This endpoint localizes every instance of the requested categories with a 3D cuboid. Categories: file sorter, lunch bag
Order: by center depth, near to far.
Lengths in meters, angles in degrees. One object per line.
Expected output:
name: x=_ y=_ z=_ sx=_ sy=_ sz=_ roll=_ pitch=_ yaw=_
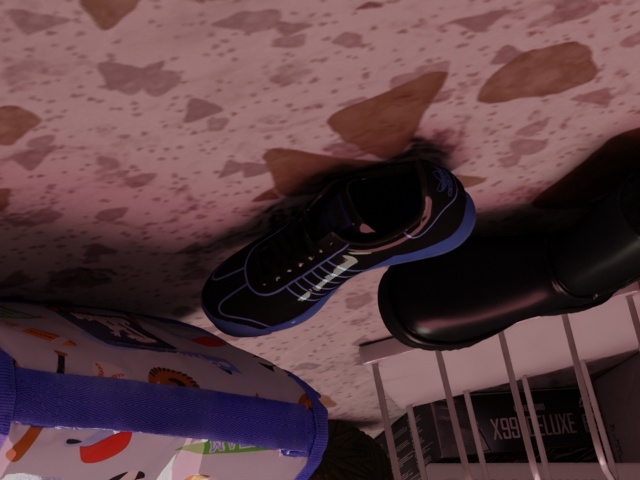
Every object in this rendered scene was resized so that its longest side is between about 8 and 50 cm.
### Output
lunch bag: x=-0.230 y=0.170 z=1.308 sx=0.328 sy=0.238 sz=0.385 roll=12 pitch=155 yaw=-41
file sorter: x=0.208 y=0.175 z=1.615 sx=0.278 sy=0.173 sz=0.193 roll=-16 pitch=158 yaw=9

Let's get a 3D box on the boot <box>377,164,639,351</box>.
boot: x=0.191 y=0.005 z=1.298 sx=0.247 sy=0.094 sz=0.207 roll=-7 pitch=162 yaw=-28

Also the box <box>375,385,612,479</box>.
box: x=0.178 y=0.267 z=1.944 sx=0.242 sy=0.076 sz=0.307 roll=-1 pitch=155 yaw=-24

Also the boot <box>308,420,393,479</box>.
boot: x=-0.085 y=0.286 z=1.857 sx=0.236 sy=0.089 sz=0.269 roll=17 pitch=146 yaw=-31

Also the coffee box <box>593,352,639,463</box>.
coffee box: x=0.453 y=0.206 z=1.854 sx=0.247 sy=0.141 sz=0.098 roll=1 pitch=154 yaw=-30

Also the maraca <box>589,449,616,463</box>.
maraca: x=0.365 y=0.284 z=1.962 sx=0.099 sy=0.185 sz=0.127 roll=43 pitch=157 yaw=-31

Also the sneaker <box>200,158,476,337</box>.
sneaker: x=0.000 y=0.000 z=1.225 sx=0.232 sy=0.081 sz=0.090 roll=-26 pitch=152 yaw=14

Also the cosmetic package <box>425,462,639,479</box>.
cosmetic package: x=0.349 y=0.360 z=1.769 sx=0.453 sy=0.161 sz=0.230 roll=-3 pitch=147 yaw=14
